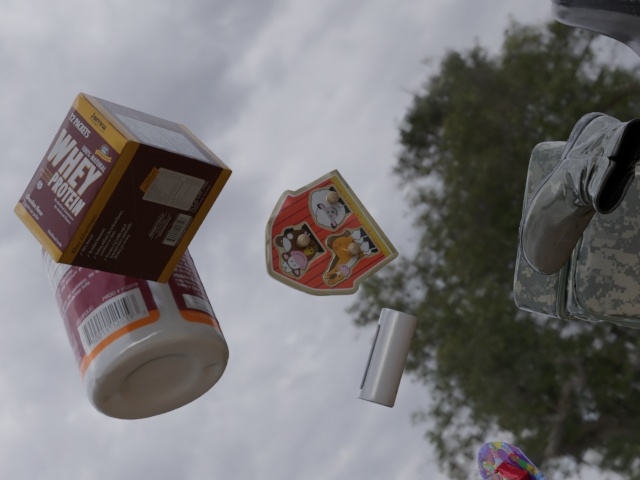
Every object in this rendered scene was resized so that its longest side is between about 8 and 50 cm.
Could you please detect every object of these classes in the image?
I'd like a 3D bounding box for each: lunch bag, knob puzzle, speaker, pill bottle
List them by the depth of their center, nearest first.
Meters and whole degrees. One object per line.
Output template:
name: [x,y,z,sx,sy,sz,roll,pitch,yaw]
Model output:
speaker: [0.096,0.166,1.792,0.055,0.055,0.136,35,-110,-71]
knob puzzle: [0.000,0.000,1.923,0.213,0.213,0.030,-51,0,-24]
pill bottle: [-0.305,0.060,1.954,0.224,0.392,0.224,-18,-34,-12]
lunch bag: [0.472,-0.011,2.010,0.212,0.256,0.305,0,-81,-51]

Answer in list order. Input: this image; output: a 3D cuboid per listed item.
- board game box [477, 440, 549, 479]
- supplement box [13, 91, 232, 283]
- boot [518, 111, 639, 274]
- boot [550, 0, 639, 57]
board game box: [0.273,0.354,1.730,0.033,0.169,0.133,-37,-13,-30]
supplement box: [-0.263,-0.065,1.675,0.194,0.129,0.191,15,-68,-50]
boot: [0.348,-0.057,1.672,0.161,0.083,0.246,-115,48,-77]
boot: [0.412,-0.172,1.457,0.118,0.338,0.223,-36,-42,-54]
